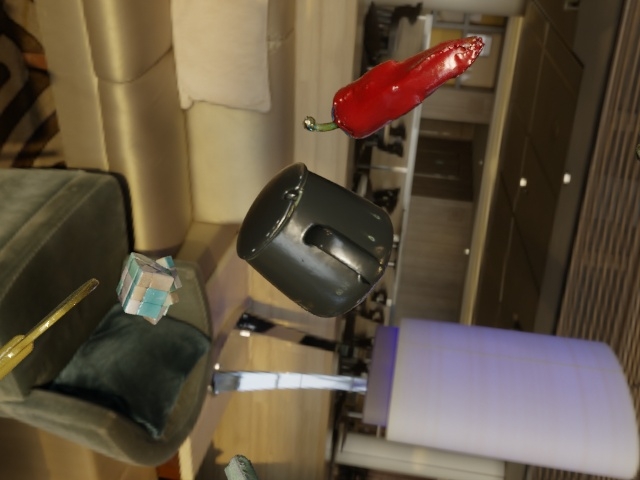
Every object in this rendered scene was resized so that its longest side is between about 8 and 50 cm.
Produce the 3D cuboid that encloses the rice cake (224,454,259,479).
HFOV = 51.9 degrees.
[{"bbox_3d":[-0.072,0.354,0.842,0.033,0.033,0.207,-60,-141,10],"label":"rice cake"}]

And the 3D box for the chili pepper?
[{"bbox_3d":[0.123,-0.267,1.182,0.110,0.387,0.110,18,63,-38],"label":"chili pepper"}]

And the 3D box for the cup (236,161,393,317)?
[{"bbox_3d":[0.000,0.000,0.836,0.169,0.176,0.223,-56,-161,-5],"label":"cup"}]

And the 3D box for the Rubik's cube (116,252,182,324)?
[{"bbox_3d":[-0.218,0.059,0.856,0.075,0.073,0.084,-55,-144,25],"label":"Rubik's cube"}]

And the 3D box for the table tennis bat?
[{"bbox_3d":[-0.577,0.190,1.334,0.321,0.050,0.198,-45,-167,-24],"label":"table tennis bat"}]

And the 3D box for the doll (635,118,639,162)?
[{"bbox_3d":[0.420,-0.116,0.618,0.234,0.143,0.135,-13,-74,58],"label":"doll"}]
